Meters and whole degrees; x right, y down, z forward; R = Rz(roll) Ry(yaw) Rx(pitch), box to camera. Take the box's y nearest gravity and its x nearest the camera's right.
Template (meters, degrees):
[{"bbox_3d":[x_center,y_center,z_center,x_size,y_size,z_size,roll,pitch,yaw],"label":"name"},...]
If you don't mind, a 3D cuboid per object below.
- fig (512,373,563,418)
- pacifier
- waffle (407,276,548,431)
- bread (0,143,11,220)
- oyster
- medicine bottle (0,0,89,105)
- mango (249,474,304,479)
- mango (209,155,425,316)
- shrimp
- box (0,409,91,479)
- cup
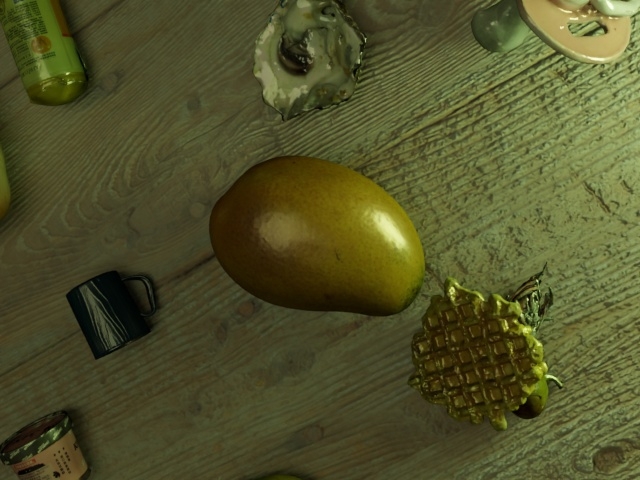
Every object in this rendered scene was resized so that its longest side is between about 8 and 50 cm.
[{"bbox_3d":[0.357,0.252,1.581,0.098,0.082,0.084,-38,67,-22],"label":"fig"},{"bbox_3d":[0.342,-0.399,1.411,0.273,0.220,0.332,-28,76,17],"label":"pacifier"},{"bbox_3d":[0.259,0.195,1.559,0.238,0.058,0.243,36,117,33],"label":"waffle"},{"bbox_3d":[-0.792,-0.132,1.758,0.376,0.253,0.348,-22,88,16],"label":"bread"},{"bbox_3d":[-0.020,-0.326,1.598,0.223,0.083,0.214,-24,87,23],"label":"oyster"},{"bbox_3d":[-0.517,-0.367,1.716,0.124,0.124,0.239,-20,93,18],"label":"medicine bottle"},{"bbox_3d":[-0.084,0.499,1.725,0.194,0.092,0.130,9,101,19],"label":"mango"},{"bbox_3d":[0.000,0.000,1.571,0.378,0.221,0.264,22,99,1],"label":"mango"},{"bbox_3d":[0.346,0.122,1.563,0.073,0.075,0.190,30,97,44],"label":"shrimp"},{"bbox_3d":[-0.537,0.431,1.819,0.151,0.151,0.135,-23,99,18],"label":"box"},{"bbox_3d":[-0.393,0.133,1.766,0.113,0.150,0.138,-30,87,52],"label":"cup"}]
